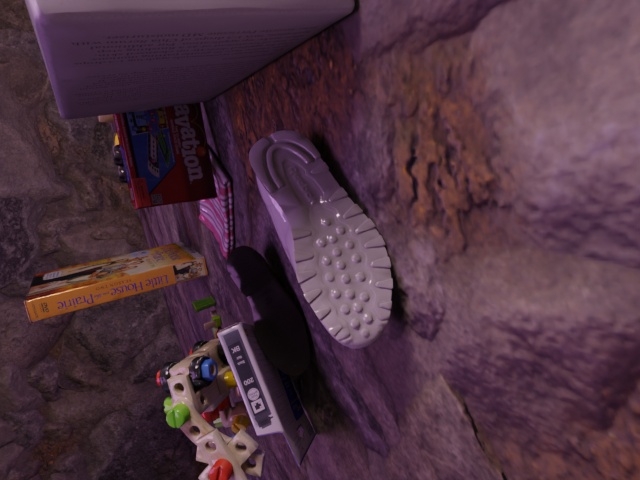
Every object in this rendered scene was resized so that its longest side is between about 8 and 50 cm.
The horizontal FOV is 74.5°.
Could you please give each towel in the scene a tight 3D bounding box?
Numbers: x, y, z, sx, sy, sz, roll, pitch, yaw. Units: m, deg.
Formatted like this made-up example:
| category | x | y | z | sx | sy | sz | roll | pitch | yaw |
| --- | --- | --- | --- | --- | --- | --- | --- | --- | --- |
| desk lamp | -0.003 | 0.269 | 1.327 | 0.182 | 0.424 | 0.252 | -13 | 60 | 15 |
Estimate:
| category | x | y | z | sx | sy | sz | roll | pitch | yaw |
| --- | --- | --- | --- | --- | --- | --- | --- | --- | --- |
| towel | -0.212 | -0.078 | 0.836 | 0.144 | 0.029 | 0.197 | 50 | 146 | 36 |

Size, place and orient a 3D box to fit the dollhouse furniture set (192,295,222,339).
| category | x | y | z | sx | sy | sz | roll | pitch | yaw |
| --- | --- | --- | --- | --- | --- | --- | --- | --- | --- |
| dollhouse furniture set | -0.325 | 0.239 | 1.217 | 0.076 | 0.059 | 0.151 | 41 | 140 | 47 |

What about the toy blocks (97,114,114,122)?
| category | x | y | z | sx | sy | sz | roll | pitch | yaw |
| --- | --- | --- | --- | --- | --- | --- | --- | --- | --- |
| toy blocks | -0.557 | -0.502 | 1.108 | 0.381 | 0.191 | 0.261 | 56 | 138 | 31 |

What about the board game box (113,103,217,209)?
| category | x | y | z | sx | sy | sz | roll | pitch | yaw |
| --- | --- | --- | --- | --- | --- | --- | --- | --- | --- |
| board game box | -0.269 | -0.202 | 0.710 | 0.027 | 0.145 | 0.281 | -3 | 99 | 49 |

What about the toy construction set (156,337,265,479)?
| category | x | y | z | sx | sy | sz | roll | pitch | yaw |
| --- | --- | --- | --- | --- | --- | --- | --- | --- | --- |
| toy construction set | -0.166 | 0.283 | 0.722 | 0.328 | 0.151 | 0.215 | -143 | 38 | -87 |

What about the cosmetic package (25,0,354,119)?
| category | x | y | z | sx | sy | sz | roll | pitch | yaw |
| --- | --- | --- | --- | --- | --- | --- | --- | --- | --- |
| cosmetic package | -0.188 | -0.253 | 0.459 | 0.453 | 0.230 | 0.161 | 13 | 117 | 59 |

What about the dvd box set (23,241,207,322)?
| category | x | y | z | sx | sy | sz | roll | pitch | yaw |
| --- | --- | --- | --- | --- | --- | --- | --- | --- | --- |
| dvd box set | -0.563 | 0.097 | 1.180 | 0.308 | 0.420 | 0.062 | 17 | 118 | 60 |

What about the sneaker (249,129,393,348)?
| category | x | y | z | sx | sy | sz | roll | pitch | yaw |
| --- | --- | --- | --- | --- | --- | --- | --- | --- | --- |
| sneaker | 0.000 | 0.000 | 0.437 | 0.095 | 0.090 | 0.235 | 104 | 145 | -66 |

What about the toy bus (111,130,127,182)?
| category | x | y | z | sx | sy | sz | roll | pitch | yaw |
| --- | --- | --- | --- | --- | --- | --- | --- | --- | --- |
| toy bus | -0.404 | -0.252 | 0.988 | 0.220 | 0.149 | 0.211 | 138 | 124 | -64 |

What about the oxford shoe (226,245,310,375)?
| category | x | y | z | sx | sy | sz | roll | pitch | yaw |
| --- | --- | --- | --- | --- | --- | --- | --- | --- | --- |
| oxford shoe | -0.071 | 0.106 | 0.660 | 0.212 | 0.076 | 0.076 | 64 | -177 | 8 |

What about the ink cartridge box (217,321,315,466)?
| category | x | y | z | sx | sy | sz | roll | pitch | yaw |
| --- | --- | --- | --- | --- | --- | --- | --- | --- | --- |
| ink cartridge box | -0.077 | 0.236 | 0.665 | 0.208 | 0.045 | 0.206 | 63 | 179 | 15 |
